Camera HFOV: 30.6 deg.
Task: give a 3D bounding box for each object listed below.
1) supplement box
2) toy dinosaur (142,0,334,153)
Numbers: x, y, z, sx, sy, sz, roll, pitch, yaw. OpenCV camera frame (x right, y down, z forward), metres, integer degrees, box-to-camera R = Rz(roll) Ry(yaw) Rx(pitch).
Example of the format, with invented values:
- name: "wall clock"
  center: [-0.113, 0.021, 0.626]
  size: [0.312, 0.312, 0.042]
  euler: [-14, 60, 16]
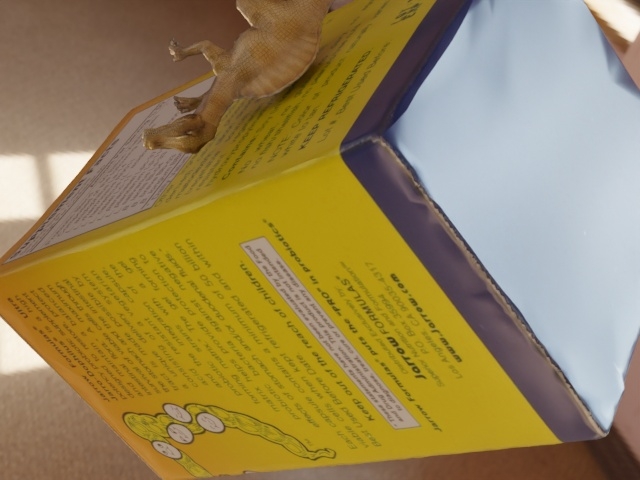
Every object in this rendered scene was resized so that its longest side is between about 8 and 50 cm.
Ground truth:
- name: "supplement box"
  center: [0.000, 0.000, 0.689]
  size: [0.195, 0.356, 0.194]
  euler: [51, 49, -21]
- name: "toy dinosaur"
  center: [-0.024, -0.111, 0.623]
  size: [0.053, 0.183, 0.092]
  euler: [45, -2, -39]
